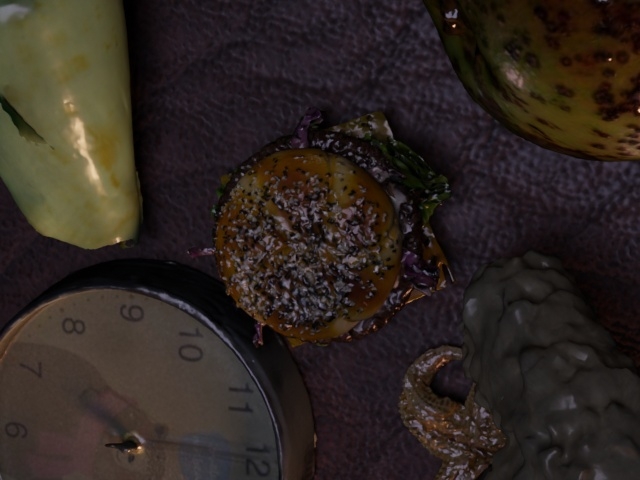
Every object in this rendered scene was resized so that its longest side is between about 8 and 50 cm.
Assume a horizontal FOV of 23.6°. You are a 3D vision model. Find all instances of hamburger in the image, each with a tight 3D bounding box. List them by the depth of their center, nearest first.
[{"bbox_3d":[0.002,-0.004,1.086,0.189,0.093,0.164,-35,89,19],"label":"hamburger"}]

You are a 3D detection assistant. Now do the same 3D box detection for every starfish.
[{"bbox_3d":[0.124,0.149,1.101,0.150,0.053,0.209,10,102,11],"label":"starfish"}]

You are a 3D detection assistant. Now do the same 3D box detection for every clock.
[{"bbox_3d":[-0.141,0.155,1.184,0.281,0.055,0.280,4,102,17],"label":"clock"}]

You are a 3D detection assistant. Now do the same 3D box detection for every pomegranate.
[{"bbox_3d":[0.224,-0.201,0.907,0.341,0.285,0.285,-24,94,-9],"label":"pomegranate"}]

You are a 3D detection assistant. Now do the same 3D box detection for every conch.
[{"bbox_3d":[-0.212,-0.119,1.130,0.143,0.137,0.250,-6,121,-8],"label":"conch"}]

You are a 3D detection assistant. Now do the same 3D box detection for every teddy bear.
[{"bbox_3d":[0.262,0.197,0.998,0.368,0.224,0.357,5,93,-11],"label":"teddy bear"}]
